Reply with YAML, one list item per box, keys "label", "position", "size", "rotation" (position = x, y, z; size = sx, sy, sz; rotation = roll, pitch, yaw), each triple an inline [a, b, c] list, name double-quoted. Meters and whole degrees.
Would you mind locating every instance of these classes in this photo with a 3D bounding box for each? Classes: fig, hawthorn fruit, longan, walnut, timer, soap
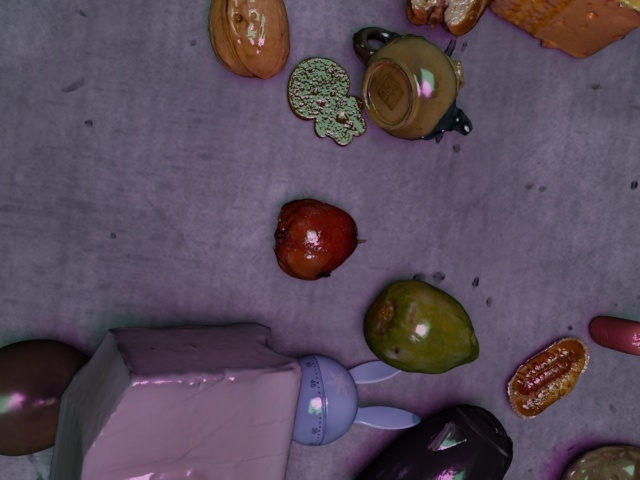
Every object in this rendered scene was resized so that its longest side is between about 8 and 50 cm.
- label: "fig"
  position: [0.196, 0.170, 0.976]
  size: [0.234, 0.167, 0.167]
  rotation: [29, 91, 3]
- label: "hawthorn fruit"
  position: [0.000, 0.000, 0.970]
  size: [0.172, 0.148, 0.147]
  rotation: [3, 93, -22]
- label: "longan"
  position: [-0.492, 0.263, 0.914]
  size: [0.197, 0.220, 0.196]
  rotation: [4, 98, 27]
- label: "walnut"
  position: [-0.125, -0.373, 0.942]
  size: [0.144, 0.144, 0.179]
  rotation: [0, 101, -3]
- label: "timer"
  position: [0.029, 0.296, 0.995]
  size: [0.256, 0.175, 0.175]
  rotation: [16, 92, -33]
- label: "soap"
  position: [-0.238, 0.360, 0.859]
  size: [0.351, 0.213, 0.434]
  rotation: [7, 101, -27]

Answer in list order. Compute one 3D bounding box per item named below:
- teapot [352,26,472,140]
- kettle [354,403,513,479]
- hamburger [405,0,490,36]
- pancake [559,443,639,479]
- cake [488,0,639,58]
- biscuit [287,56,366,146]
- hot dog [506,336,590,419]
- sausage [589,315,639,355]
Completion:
- label: "teapot"
  position: [0.169, -0.285, 0.964]
  size: [0.183, 0.173, 0.269]
  rotation: [-24, 70, -34]
- label: "kettle"
  position: [0.231, 0.437, 0.987]
  size: [0.290, 0.207, 0.268]
  rotation: [-48, 130, -2]
- label: "hamburger"
  position: [0.252, -0.481, 0.948]
  size: [0.144, 0.156, 0.282]
  rotation: [22, 86, 15]
- label: "pancake"
  position: [0.569, 0.524, 1.046]
  size: [0.295, 0.049, 0.294]
  rotation: [0, 89, -18]
- label: "cake"
  position: [0.486, -0.461, 0.925]
  size: [0.286, 0.227, 0.222]
  rotation: [28, 90, -5]
- label: "biscuit"
  position: [0.011, -0.257, 1.008]
  size: [0.124, 0.026, 0.175]
  rotation: [-36, 94, 0]
- label: "hot dog"
  position: [0.441, 0.263, 1.048]
  size: [0.192, 0.053, 0.099]
  rotation: [-41, 98, 2]
- label: "sausage"
  position: [0.557, 0.175, 0.999]
  size: [0.062, 0.154, 0.062]
  rotation: [0, 88, -2]
